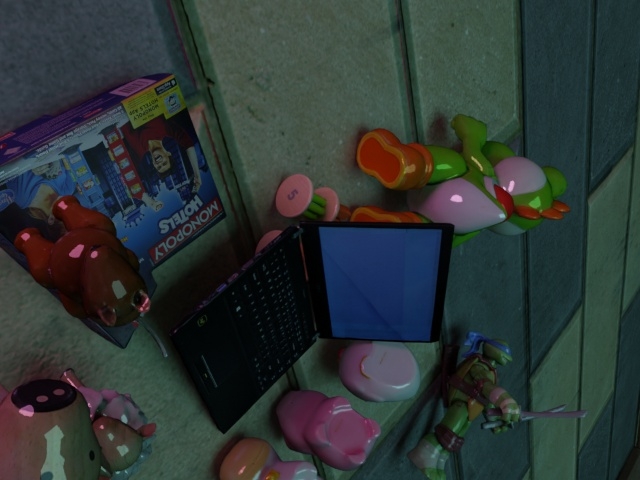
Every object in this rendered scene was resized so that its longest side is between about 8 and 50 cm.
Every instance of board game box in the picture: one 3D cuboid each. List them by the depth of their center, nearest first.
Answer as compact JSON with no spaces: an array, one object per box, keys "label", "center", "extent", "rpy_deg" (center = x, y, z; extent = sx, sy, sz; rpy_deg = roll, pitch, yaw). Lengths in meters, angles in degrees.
[{"label":"board game box","center":[-0.180,-0.015,0.525],"extent":[0.194,0.060,0.194],"rpy_deg":[-40,132,-34]}]

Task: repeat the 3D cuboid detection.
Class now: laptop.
[{"label":"laptop","center":[0.005,0.105,0.667],"extent":[0.264,0.137,0.234],"rpy_deg":[-42,148,-26]}]

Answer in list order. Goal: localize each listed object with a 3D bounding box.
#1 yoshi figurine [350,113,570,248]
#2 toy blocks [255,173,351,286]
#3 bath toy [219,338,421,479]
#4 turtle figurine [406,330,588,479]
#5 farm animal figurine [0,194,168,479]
[{"label":"yoshi figurine","center":[0.197,-0.077,0.900],"extent":[0.363,0.203,0.202],"rpy_deg":[-4,66,-35]},{"label":"toy blocks","center":[0.000,0.000,0.746],"extent":[0.148,0.054,0.123],"rpy_deg":[25,84,-51]},{"label":"bath toy","center":[-0.007,0.255,0.777],"extent":[0.348,0.151,0.129],"rpy_deg":[-47,173,-32]},{"label":"turtle figurine","center":[0.298,0.326,1.073],"extent":[0.275,0.198,0.266],"rpy_deg":[41,88,-6]},{"label":"farm animal figurine","center":[-0.213,0.138,0.342],"extent":[0.330,0.172,0.326],"rpy_deg":[-28,147,-44]}]
